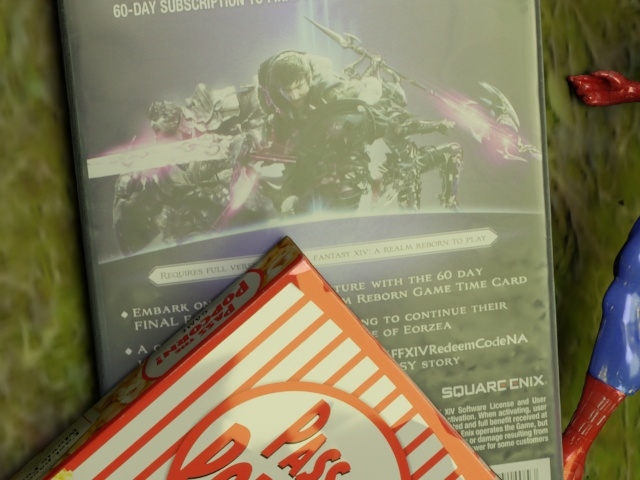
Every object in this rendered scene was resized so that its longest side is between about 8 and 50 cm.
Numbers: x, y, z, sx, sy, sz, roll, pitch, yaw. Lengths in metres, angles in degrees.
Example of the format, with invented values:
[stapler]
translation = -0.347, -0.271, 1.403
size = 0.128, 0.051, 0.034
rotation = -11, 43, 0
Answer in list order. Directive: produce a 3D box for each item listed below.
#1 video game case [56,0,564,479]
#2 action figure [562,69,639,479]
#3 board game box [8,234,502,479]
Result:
[video game case]
translation = 0.000, 0.000, 0.735
size = 0.196, 0.026, 0.274
rotation = -7, 103, -8
[action figure]
translation = 0.135, -0.034, 0.812
size = 0.139, 0.091, 0.280
rotation = 35, 99, 9
[board game box]
translation = -0.037, 0.116, 0.716
size = 0.193, 0.045, 0.147
rotation = -42, 106, -1
